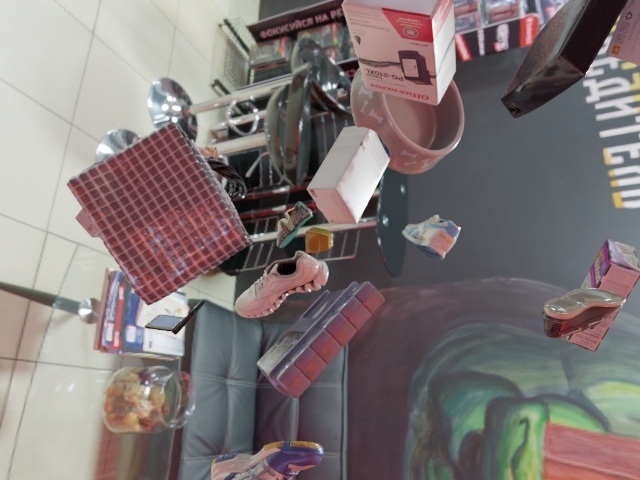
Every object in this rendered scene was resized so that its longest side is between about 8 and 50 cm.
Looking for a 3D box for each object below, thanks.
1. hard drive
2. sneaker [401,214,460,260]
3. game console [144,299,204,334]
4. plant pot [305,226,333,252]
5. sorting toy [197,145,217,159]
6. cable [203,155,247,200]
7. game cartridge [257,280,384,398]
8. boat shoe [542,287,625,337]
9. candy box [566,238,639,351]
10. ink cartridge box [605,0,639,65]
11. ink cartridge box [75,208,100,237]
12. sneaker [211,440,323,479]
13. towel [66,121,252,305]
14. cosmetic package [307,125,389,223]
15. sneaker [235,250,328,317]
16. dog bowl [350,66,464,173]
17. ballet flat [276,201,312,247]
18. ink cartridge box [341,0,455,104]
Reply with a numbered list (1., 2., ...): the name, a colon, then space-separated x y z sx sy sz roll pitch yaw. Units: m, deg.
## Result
1. hard drive: 0.380 -0.302 0.753 0.172 0.054 0.254 -61 179 3
2. sneaker: 0.281 -0.014 1.189 0.087 0.092 0.228 37 1 -14
3. game console: -0.350 0.178 1.137 0.071 0.107 0.122 41 3 -5
4. plant pot: 0.000 0.000 1.661 0.081 0.083 0.081 -33 124 -67
5. sorting toy: -0.381 -0.293 1.548 0.083 0.075 0.045 153 -50 -80
6. cable: -0.236 -0.141 1.069 0.184 0.150 0.047 -24 144 -61
7. game cartridge: -0.020 0.186 0.916 0.068 0.230 0.355 49 -16 0
8. boat shoe: 0.512 0.142 0.916 0.205 0.075 0.065 -8 111 -26
9. candy box: 0.688 0.133 1.147 0.159 0.071 0.234 -38 146 -55
10. ink cartridge box: 0.499 -0.316 0.598 0.208 0.045 0.207 -119 -153 -50
11. ink cartridge box: -0.496 -0.076 1.169 0.072 0.127 0.175 44 10 10
12. sneaker: -0.118 0.544 1.065 0.112 0.296 0.131 43 30 -44
13. towel: -0.294 -0.054 0.870 0.284 0.234 0.121 57 -1 -4
14. cosmetic package: 0.123 -0.276 1.945 0.217 0.156 0.385 52 52 -39
15. sneaker: -0.126 0.115 1.272 0.118 0.292 0.110 40 26 -46
16. dog bowl: 0.251 -0.362 1.278 0.348 0.102 0.350 8 75 -31
17. ballet flat: -0.084 -0.048 1.325 0.070 0.188 0.070 19 51 -25
18. ink cartridge box: 0.160 -0.385 0.902 0.100 0.171 0.237 -63 156 -12
